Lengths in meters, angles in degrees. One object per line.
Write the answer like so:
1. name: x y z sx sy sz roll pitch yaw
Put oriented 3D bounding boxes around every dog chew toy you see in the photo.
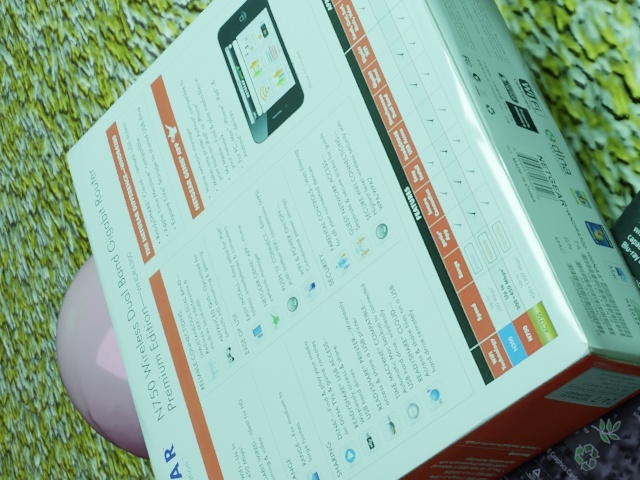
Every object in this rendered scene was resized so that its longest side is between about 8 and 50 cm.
1. dog chew toy: -0.064 0.087 1.062 0.331 0.206 0.207 1 101 44

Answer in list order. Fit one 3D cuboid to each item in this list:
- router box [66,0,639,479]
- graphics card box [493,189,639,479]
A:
1. router box: 0.000 0.000 0.768 0.301 0.082 0.335 -39 57 32
2. graphics card box: 0.238 0.070 0.656 0.233 0.094 0.371 47 112 33
